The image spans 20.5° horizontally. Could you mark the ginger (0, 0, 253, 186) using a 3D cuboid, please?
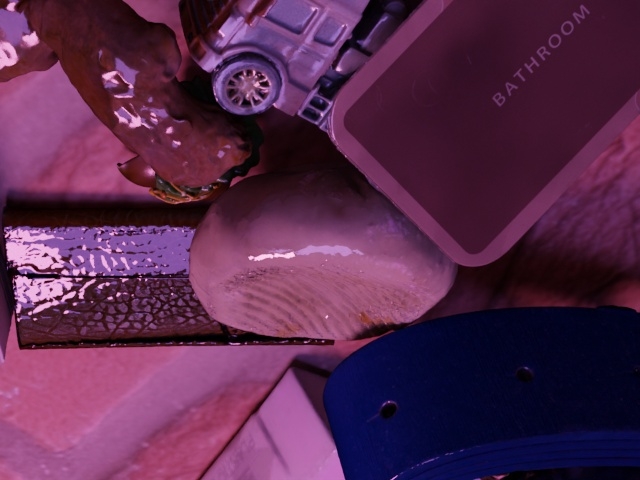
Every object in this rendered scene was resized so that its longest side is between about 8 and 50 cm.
[{"bbox_3d":[-0.170,-0.125,1.101,0.290,0.084,0.122,33,117,-4],"label":"ginger"}]

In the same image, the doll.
[{"bbox_3d":[-0.089,-0.046,1.206,0.078,0.077,0.113,13,133,-23],"label":"doll"}]

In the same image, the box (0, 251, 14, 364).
[{"bbox_3d":[-0.307,0.004,1.254,0.139,0.073,0.194,-4,133,3],"label":"box"}]

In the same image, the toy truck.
[{"bbox_3d":[0.048,-0.119,1.124,0.256,0.108,0.140,27,115,-25],"label":"toy truck"}]

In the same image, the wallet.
[{"bbox_3d":[-0.108,0.031,1.303,0.243,0.039,0.133,0,129,-3],"label":"wallet"}]

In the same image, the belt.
[{"bbox_3d":[0.169,0.152,1.301,0.347,0.117,0.212,5,140,-30],"label":"belt"}]

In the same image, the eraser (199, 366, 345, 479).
[{"bbox_3d":[-0.027,0.281,1.507,0.213,0.082,0.397,20,130,-19],"label":"eraser"}]

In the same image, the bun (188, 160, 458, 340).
[{"bbox_3d":[0.000,0.000,1.207,0.183,0.102,0.183,0,154,0],"label":"bun"}]

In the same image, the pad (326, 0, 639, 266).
[{"bbox_3d":[0.139,-0.117,1.102,0.266,0.002,0.176,-46,122,1],"label":"pad"}]
